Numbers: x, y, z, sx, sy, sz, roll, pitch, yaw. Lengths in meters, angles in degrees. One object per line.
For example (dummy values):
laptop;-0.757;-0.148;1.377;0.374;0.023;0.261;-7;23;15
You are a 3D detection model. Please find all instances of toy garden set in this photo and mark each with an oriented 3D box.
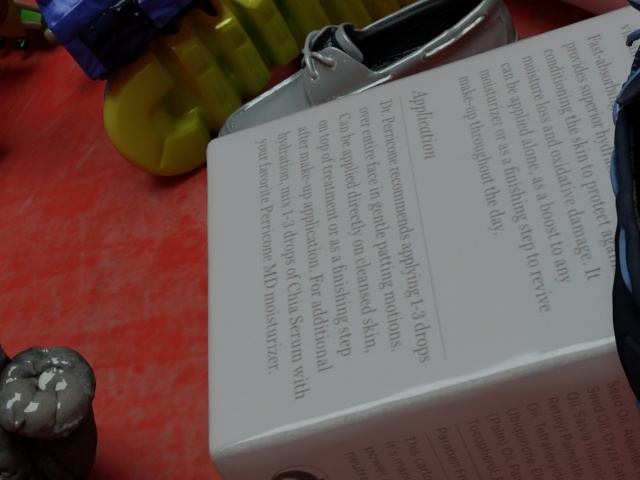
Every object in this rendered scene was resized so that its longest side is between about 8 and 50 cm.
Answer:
toy garden set;-0.283;-0.175;1.100;0.204;0.244;0.049;12;96;27

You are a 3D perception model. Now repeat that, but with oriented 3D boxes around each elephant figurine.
elephant figurine;-0.193;0.178;0.712;0.169;0.186;0.239;-30;56;52

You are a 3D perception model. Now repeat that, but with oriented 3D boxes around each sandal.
sandal;-0.048;-0.186;1.033;0.317;0.126;0.138;-35;37;-12

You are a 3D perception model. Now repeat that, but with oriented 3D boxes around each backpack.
backpack;-0.137;-0.185;0.932;0.120;0.101;0.098;-35;44;2

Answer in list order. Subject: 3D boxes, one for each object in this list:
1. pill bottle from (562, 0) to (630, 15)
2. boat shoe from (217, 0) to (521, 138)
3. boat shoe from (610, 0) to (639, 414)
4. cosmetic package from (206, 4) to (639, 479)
pill bottle;0.203;-0.231;0.914;0.160;0.160;0.283;-40;43;-15
boat shoe;0.025;-0.119;0.950;0.227;0.081;0.079;-22;41;4
boat shoe;0.169;-0.045;0.547;0.109;0.089;0.258;-8;45;19
cosmetic package;0.180;0.006;0.679;0.453;0.161;0.230;-17;42;11
